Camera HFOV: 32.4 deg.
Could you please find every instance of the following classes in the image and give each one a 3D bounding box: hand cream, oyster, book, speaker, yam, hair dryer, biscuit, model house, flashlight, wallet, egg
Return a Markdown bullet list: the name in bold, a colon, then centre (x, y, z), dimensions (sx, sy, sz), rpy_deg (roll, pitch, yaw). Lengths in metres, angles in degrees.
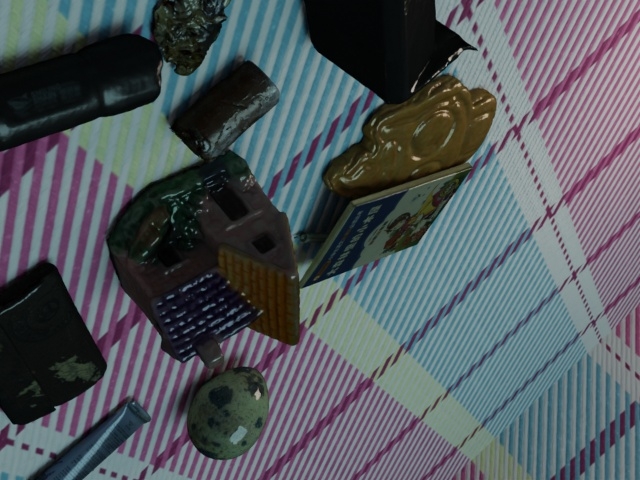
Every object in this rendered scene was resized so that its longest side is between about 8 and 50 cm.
- **hand cream**: centre (-0.402, 0.375, 1.891), dimensions (0.256, 0.055, 0.088), rpy_deg (-39, 144, -11)
- **oyster**: centre (-0.154, -0.258, 1.345), dimensions (0.103, 0.051, 0.148), rpy_deg (-21, 156, -22)
- **book**: centre (0.118, -0.026, 1.944), dimensions (0.322, 0.018, 0.228), rpy_deg (-21, 152, -42)
- **speaker**: centre (0.089, -0.349, 1.409), dimensions (0.184, 0.180, 0.388), rpy_deg (-42, 153, -16)
- **yam**: centre (-0.126, -0.170, 1.471), dimensions (0.141, 0.079, 0.079), rpy_deg (-42, 152, -4)
- **hair dryer**: centre (0.000, 0.000, 1.907), dimensions (0.124, 0.038, 0.063), rpy_deg (0, 131, -44)
- **biscuit**: centre (0.161, -0.156, 1.880), dimensions (0.376, 0.051, 0.269), rpy_deg (-23, 145, -31)
- **model house**: centre (-0.144, 0.043, 1.570), dimensions (0.237, 0.237, 0.202), rpy_deg (-28, 150, -25)
- **flashlight**: centre (-0.361, -0.133, 1.205), dimensions (0.424, 0.103, 0.103), rpy_deg (-24, 146, -30)
- **wallet**: centre (-0.414, 0.165, 1.599), dimensions (0.170, 0.044, 0.321), rpy_deg (-35, 151, -17)
- **egg**: centre (-0.166, 0.313, 2.013), dimensions (0.181, 0.141, 0.141), rpy_deg (-59, 153, -10)
